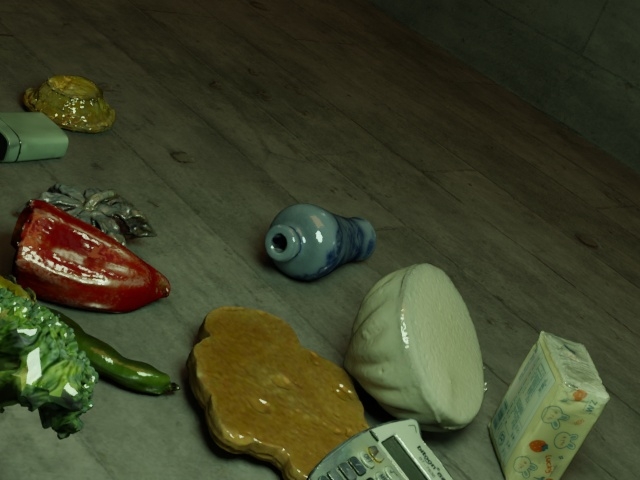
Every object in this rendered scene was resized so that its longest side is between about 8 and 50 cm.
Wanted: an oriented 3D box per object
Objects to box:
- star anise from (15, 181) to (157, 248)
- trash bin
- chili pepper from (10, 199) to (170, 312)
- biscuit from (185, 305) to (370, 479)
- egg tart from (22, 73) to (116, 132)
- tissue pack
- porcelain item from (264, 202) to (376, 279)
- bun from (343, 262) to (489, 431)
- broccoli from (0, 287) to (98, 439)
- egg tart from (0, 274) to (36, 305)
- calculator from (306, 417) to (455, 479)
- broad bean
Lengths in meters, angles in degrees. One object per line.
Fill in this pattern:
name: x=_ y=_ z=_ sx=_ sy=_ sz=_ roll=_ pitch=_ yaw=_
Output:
star anise: x=-0.384 y=-0.045 z=1.694 sx=0.230 sy=0.081 sz=0.262 roll=7 pitch=30 yaw=-6
trash bin: x=-0.550 y=-0.192 z=1.873 sx=0.116 sy=0.059 sz=0.130 roll=40 pitch=30 yaw=29
chili pepper: x=-0.344 y=0.043 z=1.530 sx=0.253 sy=0.136 sz=0.144 roll=23 pitch=-2 yaw=-16
biscuit: x=-0.058 y=0.226 z=1.448 sx=0.269 sy=0.051 sz=0.376 roll=10 pitch=30 yaw=-31
egg tart: x=-0.507 y=-0.283 z=2.072 sx=0.191 sy=0.074 sz=0.191 roll=16 pitch=28 yaw=-9
tissue pack: x=0.339 y=0.258 z=1.529 sx=0.092 sy=0.196 sz=0.148 roll=17 pitch=26 yaw=-11
porcelain item: x=0.000 y=0.000 z=1.853 sx=0.141 sy=0.141 sz=0.259 roll=36 pitch=21 yaw=26
bun: x=0.123 y=0.176 z=1.556 sx=0.263 sy=0.175 sz=0.263 roll=39 pitch=41 yaw=-45
broccoli: x=-0.412 y=0.169 z=1.070 sx=0.376 sy=0.301 sz=0.249 roll=-3 pitch=4 yaw=2
egg tart: x=-0.505 y=0.085 z=1.313 sx=0.279 sy=0.095 sz=0.279 roll=18 pitch=13 yaw=-4
calculator: x=0.087 y=0.331 z=1.322 sx=0.177 sy=0.040 sz=0.268 roll=52 pitch=33 yaw=18
broad bean: x=-0.312 y=0.152 z=1.400 sx=0.255 sy=0.046 sz=0.065 roll=27 pitch=19 yaw=8
